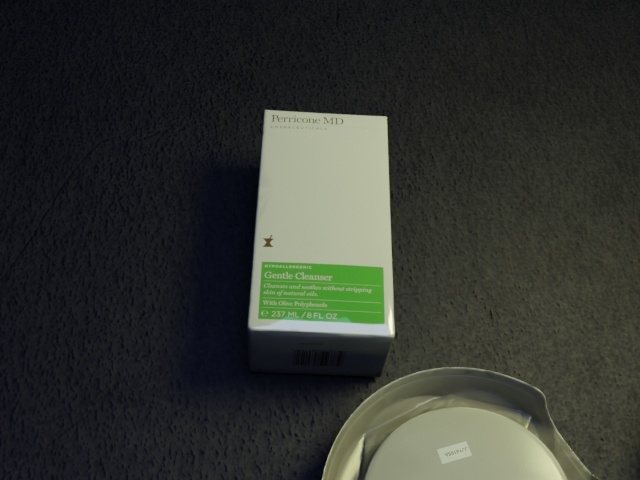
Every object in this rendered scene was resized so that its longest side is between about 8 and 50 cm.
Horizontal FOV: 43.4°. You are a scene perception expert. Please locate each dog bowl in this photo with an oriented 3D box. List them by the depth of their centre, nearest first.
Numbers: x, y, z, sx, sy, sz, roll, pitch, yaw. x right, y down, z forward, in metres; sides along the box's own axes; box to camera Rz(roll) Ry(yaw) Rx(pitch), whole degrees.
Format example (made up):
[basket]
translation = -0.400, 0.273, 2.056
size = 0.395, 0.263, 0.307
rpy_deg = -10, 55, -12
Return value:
[dog bowl]
translation = 0.175, 0.330, 0.974
size = 0.349, 0.102, 0.348
rpy_deg = -2, 52, 3

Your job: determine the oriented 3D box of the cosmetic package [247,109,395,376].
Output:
[cosmetic package]
translation = 0.000, 0.000, 1.161
size = 0.197, 0.155, 0.365
rpy_deg = 1, 59, -3
